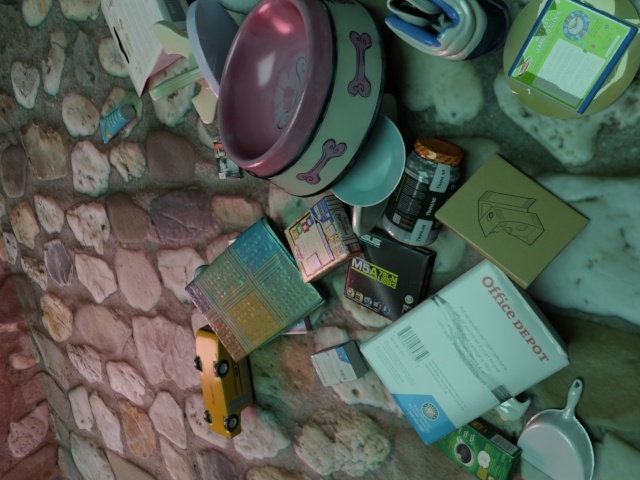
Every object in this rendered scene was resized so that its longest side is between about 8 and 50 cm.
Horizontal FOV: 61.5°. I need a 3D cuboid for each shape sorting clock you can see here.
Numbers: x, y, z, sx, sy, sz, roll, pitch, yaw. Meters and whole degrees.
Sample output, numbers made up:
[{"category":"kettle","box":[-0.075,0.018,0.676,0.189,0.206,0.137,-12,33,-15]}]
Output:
[{"category":"shape sorting clock","box":[0.395,-0.298,0.854,0.206,0.040,0.206,15,121,28]}]

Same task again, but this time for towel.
[{"category":"towel","box":[-0.182,0.138,1.430,0.370,0.040,0.271,-39,84,31]}]

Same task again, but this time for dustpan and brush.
[{"category":"dustpan and brush","box":[0.463,0.359,1.027,0.147,0.060,0.211,27,128,45]}]

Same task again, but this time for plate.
[{"category":"plate","box":[0.084,-0.160,1.049,0.188,0.024,0.188,5,100,33]}]

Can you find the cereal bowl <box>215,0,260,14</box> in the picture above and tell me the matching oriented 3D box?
[{"category":"cereal bowl","box":[-0.184,-0.665,1.146,0.339,0.141,0.339,14,112,36]}]

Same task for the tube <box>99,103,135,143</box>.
[{"category":"tube","box":[-0.654,-0.375,1.708,0.207,0.052,0.080,-13,86,48]}]

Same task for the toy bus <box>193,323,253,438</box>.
[{"category":"toy bus","box":[-0.288,0.415,1.616,0.108,0.130,0.333,4,108,38]}]

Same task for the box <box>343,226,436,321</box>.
[{"category":"box","box":[0.147,0.077,1.192,0.190,0.045,0.184,25,122,31]}]

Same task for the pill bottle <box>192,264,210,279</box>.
[{"category":"pill bottle","box":[-0.299,0.107,1.553,0.137,0.078,0.078,-3,103,40]}]

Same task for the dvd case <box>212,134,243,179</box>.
[{"category":"dvd case","box":[-0.249,-0.224,1.440,0.087,0.013,0.119,3,106,39]}]

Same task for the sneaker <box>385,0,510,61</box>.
[{"category":"sneaker","box":[0.160,-0.425,0.875,0.323,0.236,0.130,53,131,12]}]

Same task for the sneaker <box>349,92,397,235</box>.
[{"category":"sneaker","box":[0.070,-0.165,1.139,0.147,0.104,0.296,18,110,37]}]

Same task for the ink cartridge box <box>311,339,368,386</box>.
[{"category":"ink cartridge box","box":[0.046,0.310,1.353,0.122,0.052,0.088,-27,87,41]}]

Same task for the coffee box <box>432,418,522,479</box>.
[{"category":"coffee box","box":[0.329,0.440,1.152,0.184,0.040,0.113,28,123,40]}]

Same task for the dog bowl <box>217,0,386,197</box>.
[{"category":"dog bowl","box":[-0.063,-0.298,1.067,0.408,0.150,0.408,-11,76,50]}]

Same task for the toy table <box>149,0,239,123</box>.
[{"category":"toy table","box":[-0.266,-0.400,1.252,0.161,0.252,0.274,-7,112,32]}]

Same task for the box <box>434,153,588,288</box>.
[{"category":"box","box":[0.330,-0.037,0.940,0.201,0.164,0.021,42,170,21]}]

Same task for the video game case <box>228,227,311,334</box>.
[{"category":"video game case","box":[-0.140,0.119,1.461,0.204,0.025,0.285,-11,98,41]}]

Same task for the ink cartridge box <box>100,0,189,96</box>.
[{"category":"ink cartridge box","box":[-0.484,-0.617,1.477,0.385,0.091,0.308,-22,91,59]}]

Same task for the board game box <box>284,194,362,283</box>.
[{"category":"board game box","box":[0.000,0.000,1.255,0.193,0.045,0.147,-35,72,50]}]

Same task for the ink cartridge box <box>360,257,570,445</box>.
[{"category":"ink cartridge box","box":[0.269,0.200,1.017,0.307,0.129,0.223,-39,78,21]}]

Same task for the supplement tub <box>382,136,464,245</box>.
[{"category":"supplement tub","box":[0.200,-0.095,1.039,0.117,0.117,0.190,33,125,27]}]

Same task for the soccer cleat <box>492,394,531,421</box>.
[{"category":"soccer cleat","box":[0.337,0.280,1.097,0.196,0.068,0.076,43,112,20]}]
